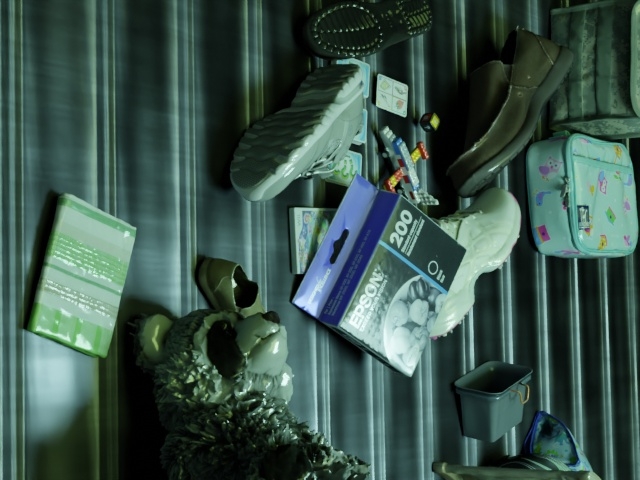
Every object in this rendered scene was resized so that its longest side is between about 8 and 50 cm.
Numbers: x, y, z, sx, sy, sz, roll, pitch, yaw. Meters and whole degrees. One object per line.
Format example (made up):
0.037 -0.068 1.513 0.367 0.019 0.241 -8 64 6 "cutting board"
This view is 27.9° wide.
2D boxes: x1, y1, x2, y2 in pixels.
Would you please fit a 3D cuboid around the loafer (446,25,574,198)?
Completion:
0.279 -0.210 2.067 0.130 0.134 0.366 37 51 -2 "loafer"

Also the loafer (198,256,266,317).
-0.094 0.080 1.557 0.148 0.050 0.056 55 46 -36 "loafer"

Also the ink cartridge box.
0.085 0.047 1.742 0.208 0.045 0.206 36 71 -31 "ink cartridge box"

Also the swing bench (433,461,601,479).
0.279 0.465 1.867 0.165 0.253 0.254 48 51 -41 "swing bench"

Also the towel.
-0.255 0.039 1.369 0.113 0.023 0.152 30 65 -47 "towel"

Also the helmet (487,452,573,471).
0.342 0.421 2.035 0.169 0.162 0.169 7 81 -54 "helmet"

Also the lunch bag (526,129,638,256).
0.472 -0.080 2.307 0.279 0.108 0.224 4 84 -54 "lunch bag"

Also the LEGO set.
0.102 -0.153 1.846 0.244 0.060 0.182 13 77 -50 "LEGO set"

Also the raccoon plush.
-0.160 0.278 1.405 0.446 0.299 0.216 -48 149 -6 "raccoon plush"

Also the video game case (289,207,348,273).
0.000 0.000 1.729 0.122 0.011 0.087 -1 88 -54 "video game case"

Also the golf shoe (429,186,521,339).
0.197 0.005 1.907 0.140 0.115 0.306 55 51 -24 "golf shoe"

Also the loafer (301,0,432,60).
0.057 -0.286 1.781 0.220 0.078 0.080 -15 87 -36 "loafer"

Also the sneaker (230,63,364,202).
-0.010 -0.119 1.649 0.281 0.105 0.115 -47 130 -42 "sneaker"

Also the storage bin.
0.278 0.257 2.030 0.135 0.098 0.091 -23 116 -53 "storage bin"

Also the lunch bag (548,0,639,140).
0.564 -0.307 2.305 0.169 0.287 0.235 13 77 -53 "lunch bag"

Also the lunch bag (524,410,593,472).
0.408 0.380 2.193 0.151 0.096 0.128 -94 159 -56 "lunch bag"
